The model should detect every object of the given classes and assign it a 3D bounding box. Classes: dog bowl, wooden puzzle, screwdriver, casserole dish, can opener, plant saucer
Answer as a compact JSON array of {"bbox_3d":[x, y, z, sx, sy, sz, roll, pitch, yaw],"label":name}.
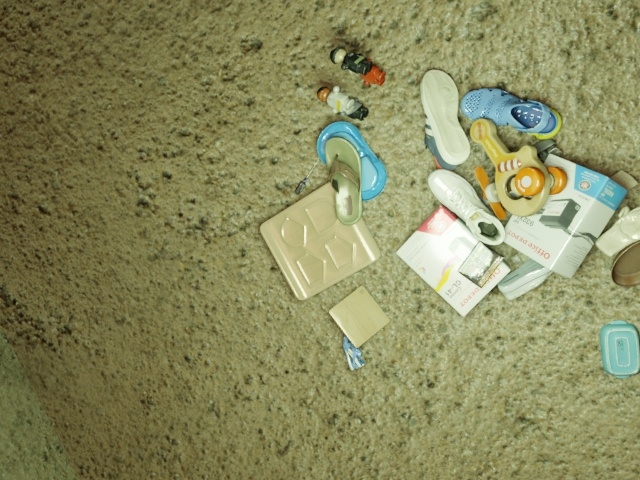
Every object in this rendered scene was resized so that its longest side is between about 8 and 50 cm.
[{"bbox_3d":[0.116,-0.273,1.965,0.166,0.074,0.297,-38,83,17],"label":"dog bowl"},{"bbox_3d":[0.000,0.000,2.028,0.347,0.080,0.322,-30,86,13],"label":"wooden puzzle"},{"bbox_3d":[-0.040,-0.238,2.047,0.025,0.024,0.170,35,98,-19],"label":"screwdriver"},{"bbox_3d":[0.953,0.348,1.783,0.114,0.037,0.189,-5,93,17],"label":"casserole dish"},{"bbox_3d":[0.644,-0.215,1.821,0.283,0.076,0.095,-36,52,17],"label":"can opener"},{"bbox_3d":[0.965,0.058,1.706,0.198,0.036,0.199,-7,130,-8],"label":"plant saucer"}]

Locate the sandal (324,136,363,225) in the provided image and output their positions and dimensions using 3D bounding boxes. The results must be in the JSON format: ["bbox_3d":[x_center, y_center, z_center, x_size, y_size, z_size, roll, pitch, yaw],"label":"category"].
[{"bbox_3d":[0.083,-0.202,1.897,0.120,0.086,0.303,-10,92,18],"label":"sandal"}]

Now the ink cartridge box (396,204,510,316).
[{"bbox_3d":[0.439,0.062,1.867,0.306,0.131,0.226,44,105,10],"label":"ink cartridge box"}]

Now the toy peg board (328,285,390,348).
[{"bbox_3d":[0.129,0.275,2.001,0.160,0.079,0.161,-36,83,-20],"label":"toy peg board"}]

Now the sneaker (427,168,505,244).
[{"bbox_3d":[0.462,-0.105,1.755,0.292,0.169,0.108,40,104,-10],"label":"sneaker"}]

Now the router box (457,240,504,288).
[{"bbox_3d":[0.501,0.075,1.762,0.092,0.038,0.123,37,102,11],"label":"router box"}]

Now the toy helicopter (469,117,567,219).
[{"bbox_3d":[0.559,-0.223,1.731,0.235,0.140,0.355,-55,52,45],"label":"toy helicopter"}]

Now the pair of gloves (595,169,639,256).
[{"bbox_3d":[0.888,-0.088,1.693,0.204,0.042,0.240,-33,49,17],"label":"pair of gloves"}]

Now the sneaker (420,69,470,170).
[{"bbox_3d":[0.386,-0.386,1.854,0.131,0.148,0.351,-2,71,-10],"label":"sneaker"}]

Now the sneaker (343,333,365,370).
[{"bbox_3d":[0.119,0.396,2.038,0.059,0.053,0.144,-16,97,16],"label":"sneaker"}]

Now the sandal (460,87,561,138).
[{"bbox_3d":[0.598,-0.408,1.772,0.317,0.138,0.126,16,101,17],"label":"sandal"}]

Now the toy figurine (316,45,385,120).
[{"bbox_3d":[0.095,-0.520,1.879,0.148,0.213,0.210,32,106,22],"label":"toy figurine"}]

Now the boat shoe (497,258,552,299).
[{"bbox_3d":[0.688,0.114,1.831,0.226,0.083,0.076,-29,117,14],"label":"boat shoe"}]

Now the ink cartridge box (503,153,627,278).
[{"bbox_3d":[0.726,-0.075,1.711,0.223,0.129,0.308,44,110,51],"label":"ink cartridge box"}]
